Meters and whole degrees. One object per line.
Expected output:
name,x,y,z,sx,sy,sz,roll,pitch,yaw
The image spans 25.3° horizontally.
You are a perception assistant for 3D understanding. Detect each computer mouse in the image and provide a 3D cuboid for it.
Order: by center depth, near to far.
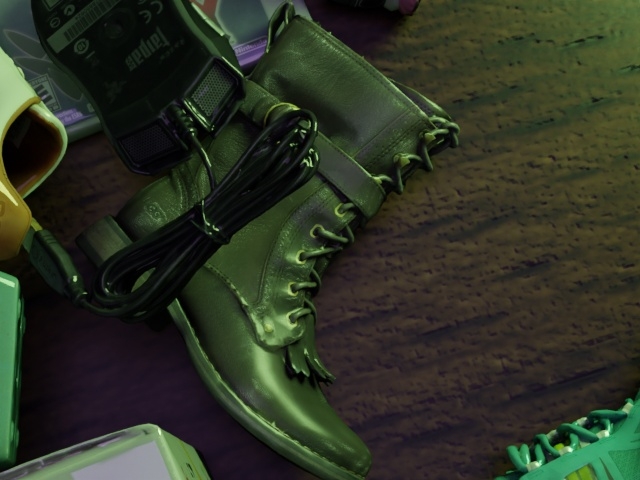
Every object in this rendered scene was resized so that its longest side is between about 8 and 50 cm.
computer mouse,-0.119,-0.066,0.873,0.184,0.060,0.262,-44,58,4

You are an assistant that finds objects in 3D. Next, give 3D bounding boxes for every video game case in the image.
video game case,-0.127,-0.177,0.955,0.201,0.023,0.183,-22,80,-6

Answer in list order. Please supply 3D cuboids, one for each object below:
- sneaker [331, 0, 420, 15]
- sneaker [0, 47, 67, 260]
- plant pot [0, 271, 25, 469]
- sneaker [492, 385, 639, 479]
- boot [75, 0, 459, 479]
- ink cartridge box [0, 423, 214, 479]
sneaker,0.022,-0.226,0.914,0.077,0.072,0.178,-2,117,8
sneaker,-0.219,-0.082,0.857,0.123,0.106,0.290,13,37,-22
plant pot,-0.295,0.076,0.835,0.234,0.166,0.165,3,78,-10
sneaker,0.162,0.151,0.864,0.110,0.107,0.275,31,79,14
boot,0.000,0.000,0.887,0.229,0.091,0.263,-43,81,-7
ink cartridge box,-0.086,0.223,0.732,0.131,0.306,0.226,-22,81,-6
